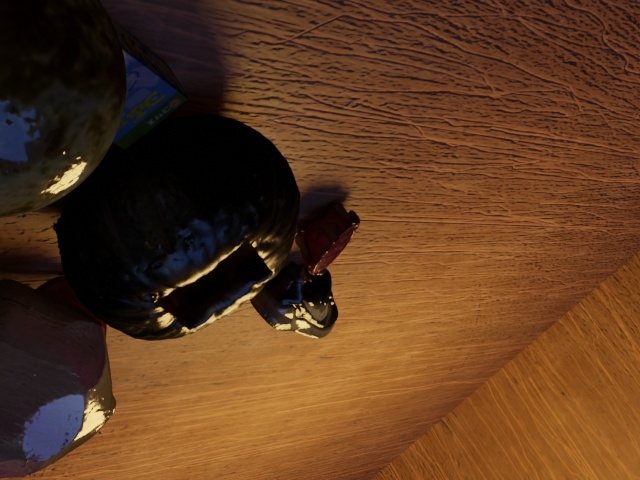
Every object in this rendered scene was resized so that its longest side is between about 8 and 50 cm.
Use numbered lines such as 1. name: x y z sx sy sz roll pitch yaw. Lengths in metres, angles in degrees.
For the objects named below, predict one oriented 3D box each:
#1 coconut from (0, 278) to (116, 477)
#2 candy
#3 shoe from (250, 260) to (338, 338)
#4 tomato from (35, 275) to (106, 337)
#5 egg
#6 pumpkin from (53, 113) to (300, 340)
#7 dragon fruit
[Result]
1. coconut: -0.356 0.169 1.371 0.230 0.227 0.227 32 122 -17
2. candy: -0.228 -0.170 1.202 0.097 0.062 0.194 -37 156 8
3. shoe: -0.022 0.094 1.939 0.112 0.099 0.227 -50 151 19
4. tomato: -0.333 0.131 1.535 0.156 0.069 0.155 -16 110 -52
5. egg: -0.295 -0.148 0.953 0.238 0.238 0.289 -36 136 7
6. pumpkin: -0.169 -0.013 1.417 0.320 0.192 0.320 -30 156 -15
7. dragon fruit: 0.003 -0.003 1.816 0.126 0.068 0.112 -53 168 13
